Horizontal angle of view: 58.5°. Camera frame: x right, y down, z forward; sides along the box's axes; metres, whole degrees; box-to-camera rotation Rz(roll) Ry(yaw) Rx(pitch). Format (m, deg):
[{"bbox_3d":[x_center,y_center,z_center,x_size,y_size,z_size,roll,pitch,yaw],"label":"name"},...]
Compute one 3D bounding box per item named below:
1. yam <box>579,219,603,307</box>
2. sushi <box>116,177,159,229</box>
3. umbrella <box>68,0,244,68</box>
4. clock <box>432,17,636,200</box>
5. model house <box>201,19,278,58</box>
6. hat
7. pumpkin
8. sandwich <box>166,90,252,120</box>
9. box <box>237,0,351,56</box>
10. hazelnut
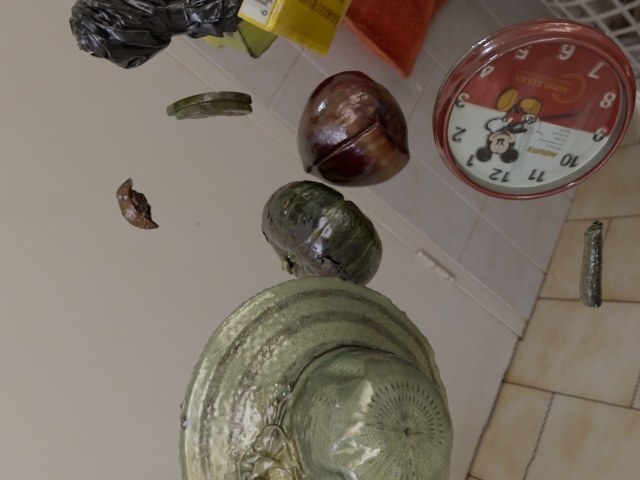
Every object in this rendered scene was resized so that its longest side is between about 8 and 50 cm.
[{"bbox_3d":[0.363,0.032,0.769,0.027,0.129,0.033,-19,28,-11],"label":"yam"},{"bbox_3d":[-0.317,-0.058,0.983,0.047,0.099,0.050,-27,10,5],"label":"sushi"},{"bbox_3d":[-0.183,-0.330,0.828,0.340,0.118,0.118,-17,17,-19],"label":"umbrella"},{"bbox_3d":[0.345,-0.205,0.941,0.318,0.318,0.080,-37,29,31],"label":"clock"},{"bbox_3d":[-0.181,-0.525,1.213,0.234,0.174,0.193,30,71,32],"label":"model house"},{"bbox_3d":[0.033,0.140,0.416,0.110,0.252,0.252,-28,34,60],"label":"hat"},{"bbox_3d":[-0.002,0.003,1.012,0.159,0.238,0.238,-50,24,-8],"label":"pumpkin"},{"bbox_3d":[-0.171,-0.208,0.891,0.067,0.135,0.029,160,99,-78],"label":"sandwich"},{"bbox_3d":[0.027,-0.303,0.501,0.269,0.043,0.152,-62,-11,18],"label":"box"},{"bbox_3d":[0.052,-0.201,1.083,0.229,0.229,0.229,-40,28,27],"label":"hazelnut"}]
